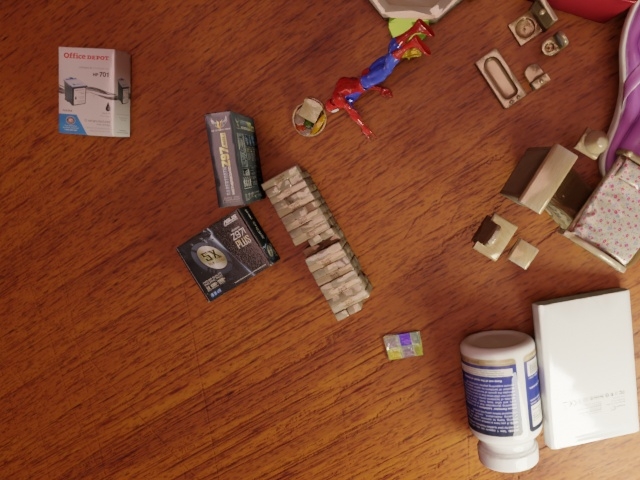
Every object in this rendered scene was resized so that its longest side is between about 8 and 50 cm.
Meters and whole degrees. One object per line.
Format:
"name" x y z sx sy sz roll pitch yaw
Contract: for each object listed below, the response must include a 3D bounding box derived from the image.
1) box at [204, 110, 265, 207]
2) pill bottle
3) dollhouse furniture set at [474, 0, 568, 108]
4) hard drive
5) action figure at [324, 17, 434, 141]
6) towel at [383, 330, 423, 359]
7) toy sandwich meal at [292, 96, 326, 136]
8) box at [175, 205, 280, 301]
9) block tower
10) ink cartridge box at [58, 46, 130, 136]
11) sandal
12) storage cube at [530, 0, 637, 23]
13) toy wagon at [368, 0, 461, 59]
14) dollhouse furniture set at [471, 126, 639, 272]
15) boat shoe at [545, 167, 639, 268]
"box" -0.172 -0.167 1.265 0.059 0.233 0.183 -7 97 5
"pill bottle" 0.382 0.334 1.282 0.153 0.153 0.265 -6 97 11
"dollhouse furniture set" 0.393 -0.362 1.190 0.151 0.123 0.144 -33 91 13
"hard drive" 0.554 0.265 1.270 0.203 0.040 0.308 -9 97 -8
"action figure" 0.129 -0.311 1.244 0.139 0.091 0.280 40 138 -26
"towel" 0.187 0.237 1.376 0.083 0.009 0.060 -10 96 12
"toy sandwich meal" -0.024 -0.268 1.327 0.085 0.029 0.086 2 99 10
"box" -0.208 0.030 1.381 0.180 0.077 0.147 -30 92 13
"block tower" 0.000 0.000 1.333 0.091 0.097 0.335 -28 94 13
"ink cartridge box" -0.510 -0.334 1.379 0.139 0.082 0.191 5 101 9
"sandal" 0.630 -0.273 1.117 0.169 0.102 0.416 5 119 11
"storage cube" 0.494 -0.526 1.112 0.215 0.193 0.184 20 101 6
"toy wagon" 0.186 -0.542 1.230 0.267 0.068 0.344 7 100 9
"dollhouse furniture set" 0.511 -0.020 1.107 0.355 0.174 0.303 31 99 1
"boat shoe" 0.531 -0.058 1.239 0.104 0.089 0.285 -44 92 -2
